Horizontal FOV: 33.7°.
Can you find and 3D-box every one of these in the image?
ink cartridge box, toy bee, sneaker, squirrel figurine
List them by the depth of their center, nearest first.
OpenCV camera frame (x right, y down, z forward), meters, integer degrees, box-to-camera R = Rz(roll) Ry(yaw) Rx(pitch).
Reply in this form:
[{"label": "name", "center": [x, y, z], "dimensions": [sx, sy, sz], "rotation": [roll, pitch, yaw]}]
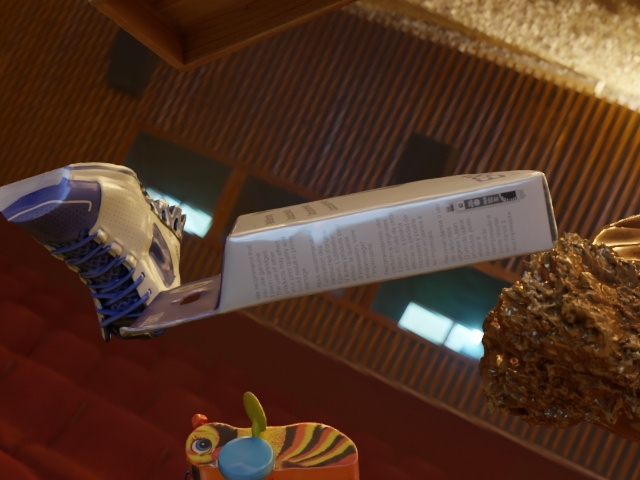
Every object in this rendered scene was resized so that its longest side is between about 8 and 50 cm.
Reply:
[{"label": "ink cartridge box", "center": [0.000, 0.000, 0.624], "dimensions": [0.223, 0.224, 0.045], "rotation": [-145, -137, -85]}, {"label": "squirrel figurine", "center": [0.372, 0.113, 1.098], "dimensions": [0.397, 0.280, 0.370], "rotation": [-4, 3, -17]}, {"label": "sneaker", "center": [-0.246, 0.027, 1.295], "dimensions": [0.128, 0.182, 0.315], "rotation": [-16, -18, 17]}, {"label": "toy bee", "center": [-0.108, 0.272, 1.352], "dimensions": [0.298, 0.195, 0.162], "rotation": [9, 29, -20]}]

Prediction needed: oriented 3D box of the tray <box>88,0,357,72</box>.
[{"label": "tray", "center": [-0.055, -0.345, 1.279], "dimensions": [0.411, 0.076, 0.203], "rotation": [-19, -25, 21]}]
